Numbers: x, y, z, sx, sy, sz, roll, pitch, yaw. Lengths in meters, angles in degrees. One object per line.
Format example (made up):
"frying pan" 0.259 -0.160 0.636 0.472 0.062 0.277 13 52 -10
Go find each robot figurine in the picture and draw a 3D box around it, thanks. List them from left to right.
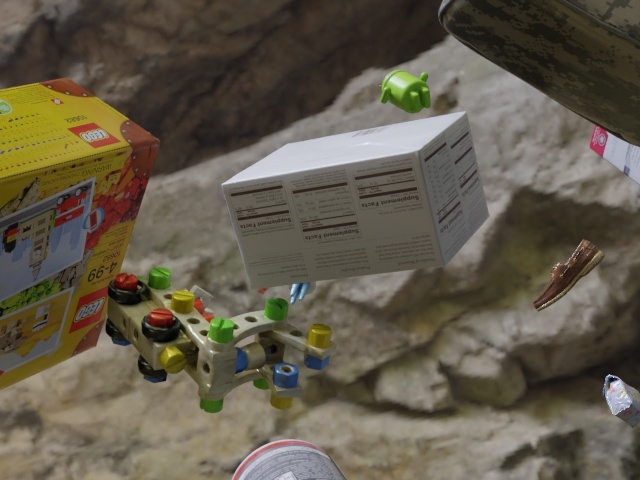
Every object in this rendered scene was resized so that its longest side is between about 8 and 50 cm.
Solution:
"robot figurine" 0.163 -0.285 2.254 0.115 0.101 0.067 40 149 48

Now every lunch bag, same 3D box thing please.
"lunch bag" 0.564 0.296 2.193 0.071 0.053 0.083 33 -149 -37
"lunch bag" 0.311 -0.276 1.203 0.256 0.305 0.212 -62 4 -13

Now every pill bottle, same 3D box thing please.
"pill bottle" -0.020 0.469 1.880 0.363 0.210 0.210 -146 33 -74

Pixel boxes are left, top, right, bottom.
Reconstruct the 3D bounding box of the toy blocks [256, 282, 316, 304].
"toy blocks" -0.059 0.063 2.046 0.148 0.123 0.054 -70 -38 -52

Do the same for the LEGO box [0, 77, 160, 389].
"LEGO box" -0.480 0.024 1.525 0.193 0.372 0.500 34 -150 21

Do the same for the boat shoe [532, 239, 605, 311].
"boat shoe" 0.495 0.071 2.403 0.060 0.178 0.064 47 -172 8

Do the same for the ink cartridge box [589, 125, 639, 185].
"ink cartridge box" 0.457 -0.146 1.653 0.150 0.063 0.109 48 138 46

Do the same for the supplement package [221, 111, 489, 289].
"supplement package" 0.050 -0.050 1.473 0.204 0.261 0.145 -39 -62 -60

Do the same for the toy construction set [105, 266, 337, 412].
"toy construction set" -0.151 0.114 1.522 0.215 0.327 0.151 -7 -77 -33
